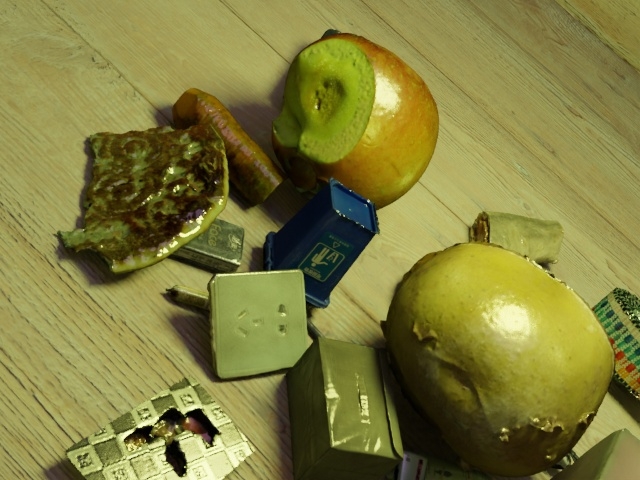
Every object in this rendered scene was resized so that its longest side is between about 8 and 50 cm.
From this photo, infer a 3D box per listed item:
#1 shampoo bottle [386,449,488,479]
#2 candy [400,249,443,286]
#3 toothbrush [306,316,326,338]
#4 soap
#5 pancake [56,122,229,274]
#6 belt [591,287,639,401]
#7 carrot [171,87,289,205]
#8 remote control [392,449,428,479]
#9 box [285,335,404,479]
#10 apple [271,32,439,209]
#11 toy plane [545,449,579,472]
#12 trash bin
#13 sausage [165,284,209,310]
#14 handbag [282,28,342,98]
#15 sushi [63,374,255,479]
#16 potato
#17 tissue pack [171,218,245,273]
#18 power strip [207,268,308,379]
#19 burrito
[{"bbox_3d":[0.223,0.450,1.733,0.212,0.049,0.072,16,52,-22],"label":"shampoo bottle"},{"bbox_3d":[0.297,0.145,2.010,0.259,0.118,0.260,21,45,-22],"label":"candy"},{"bbox_3d":[-0.022,0.172,1.837,0.288,0.024,0.026,48,29,13],"label":"toothbrush"},{"bbox_3d":[0.464,0.516,1.665,0.107,0.285,0.296,41,43,8],"label":"soap"},{"bbox_3d":[-0.337,-0.087,1.793,0.304,0.067,0.427,5,48,-2],"label":"pancake"},{"bbox_3d":[0.761,0.270,2.191,0.295,0.160,0.206,52,26,14],"label":"belt"},{"bbox_3d":[-0.201,-0.207,1.989,0.302,0.114,0.114,47,42,7],"label":"carrot"},{"bbox_3d":[0.159,0.470,1.650,0.065,0.029,0.166,21,68,-18],"label":"remote control"},{"bbox_3d":[0.041,0.316,1.650,0.148,0.155,0.231,14,48,-24],"label":"box"},{"bbox_3d":[0.061,-0.247,1.987,0.384,0.374,0.374,42,40,-16],"label":"apple"},{"bbox_3d":[0.504,0.460,1.900,0.197,0.078,0.053,50,38,-8],"label":"toy plane"},{"bbox_3d":[0.000,0.000,1.832,0.162,0.234,0.184,28,31,-23],"label":"trash bin"},{"bbox_3d":[-0.174,0.134,1.758,0.269,0.033,0.033,20,44,-19],"label":"sausage"},{"bbox_3d":[0.081,-0.370,2.316,0.303,0.122,0.329,30,41,-4],"label":"handbag"},{"bbox_3d":[-0.261,0.355,1.491,0.192,0.043,0.279,47,42,10],"label":"sushi"},{"bbox_3d":[0.295,0.250,1.698,0.442,0.385,0.319,45,39,10],"label":"potato"},{"bbox_3d":[-0.234,-0.001,1.825,0.156,0.051,0.112,20,43,-18],"label":"tissue pack"},{"bbox_3d":[-0.126,0.157,1.724,0.213,0.064,0.199,-2,90,-33],"label":"power strip"},{"bbox_3d":[0.486,-0.005,2.287,0.299,0.105,0.143,2,56,-35],"label":"burrito"}]
